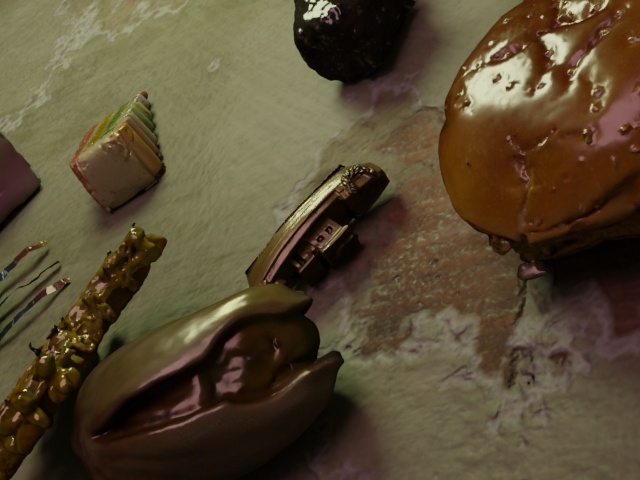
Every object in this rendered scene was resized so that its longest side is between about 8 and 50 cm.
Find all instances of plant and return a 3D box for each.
[{"bbox_3d":[0.038,-0.307,1.472,0.129,0.132,0.194,-11,51,31],"label":"plant"}]

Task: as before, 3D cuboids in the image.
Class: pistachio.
[{"bbox_3d":[-0.113,0.157,1.130,0.288,0.197,0.166,-24,81,7],"label":"pistachio"}]

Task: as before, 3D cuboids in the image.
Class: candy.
[{"bbox_3d":[-0.567,-0.060,1.737,0.265,0.155,0.116,-48,34,-9],"label":"candy"}]

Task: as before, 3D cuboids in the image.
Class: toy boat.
[{"bbox_3d":[0.000,0.000,1.258,0.072,0.064,0.206,33,79,34],"label":"toy boat"}]

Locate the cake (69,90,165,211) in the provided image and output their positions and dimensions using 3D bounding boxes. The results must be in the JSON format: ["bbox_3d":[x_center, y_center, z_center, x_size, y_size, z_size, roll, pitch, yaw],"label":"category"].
[{"bbox_3d":[-0.298,-0.149,1.648,0.109,0.090,0.225,-37,36,13],"label":"cake"}]

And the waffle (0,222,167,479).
[{"bbox_3d":[-0.288,0.127,1.279,0.260,0.069,0.293,-48,9,40],"label":"waffle"}]

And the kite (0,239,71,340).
[{"bbox_3d":[-0.498,0.143,1.584,0.360,0.022,0.204,-44,37,-3],"label":"kite"}]

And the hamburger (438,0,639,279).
[{"bbox_3d":[0.248,-0.115,1.065,0.290,0.170,0.314,-18,44,37],"label":"hamburger"}]
